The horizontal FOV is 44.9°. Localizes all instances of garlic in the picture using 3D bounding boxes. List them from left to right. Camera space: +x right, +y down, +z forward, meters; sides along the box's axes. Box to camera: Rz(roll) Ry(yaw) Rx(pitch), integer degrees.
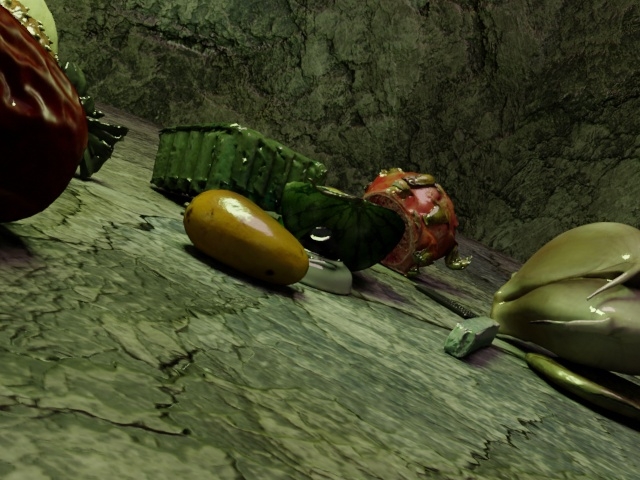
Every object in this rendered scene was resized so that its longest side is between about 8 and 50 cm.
[{"bbox_3d":[0.407,0.071,1.139,0.246,0.231,0.340,17,-5,4],"label":"garlic"}]

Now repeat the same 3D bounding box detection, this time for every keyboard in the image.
[{"bbox_3d":[0.230,0.112,1.390,0.053,0.010,0.155,19,7,-33],"label":"keyboard"}]

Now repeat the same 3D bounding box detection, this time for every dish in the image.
[{"bbox_3d":[-0.008,0.016,1.127,0.141,0.078,0.141,21,8,-3],"label":"dish"}]

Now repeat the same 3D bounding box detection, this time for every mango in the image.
[{"bbox_3d":[-0.099,-0.004,0.987,0.178,0.090,0.115,34,4,24],"label":"mango"}]

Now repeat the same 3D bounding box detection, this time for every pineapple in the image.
[{"bbox_3d":[-0.438,-0.231,1.184,0.310,0.141,0.170,47,42,-6],"label":"pineapple"}]

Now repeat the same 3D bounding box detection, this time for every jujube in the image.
[{"bbox_3d":[-0.355,-0.128,0.644,0.223,0.223,0.318,28,0,42],"label":"jujube"}]

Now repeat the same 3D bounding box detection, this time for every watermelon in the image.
[{"bbox_3d":[0.026,-0.016,1.242,0.204,0.127,0.232,23,-4,-15],"label":"watermelon"}]

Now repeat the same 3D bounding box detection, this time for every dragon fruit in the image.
[{"bbox_3d":[0.170,-0.035,1.565,0.147,0.211,0.282,-7,45,-49],"label":"dragon fruit"}]

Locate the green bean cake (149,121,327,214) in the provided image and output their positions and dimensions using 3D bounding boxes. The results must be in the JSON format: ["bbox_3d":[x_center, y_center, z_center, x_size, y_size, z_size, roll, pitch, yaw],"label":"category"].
[{"bbox_3d":[-0.142,-0.119,1.388,0.255,0.132,0.241,15,-6,-42],"label":"green bean cake"}]

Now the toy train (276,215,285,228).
[{"bbox_3d":[0.000,0.000,1.401,0.042,0.044,0.209,27,9,40],"label":"toy train"}]

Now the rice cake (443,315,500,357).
[{"bbox_3d":[0.216,0.131,1.075,0.034,0.043,0.211,32,10,20],"label":"rice cake"}]

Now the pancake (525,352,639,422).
[{"bbox_3d":[0.407,0.211,1.092,0.250,0.031,0.250,22,6,-3],"label":"pancake"}]

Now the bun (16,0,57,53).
[{"bbox_3d":[-0.645,-0.360,1.359,0.361,0.213,0.361,18,-34,12],"label":"bun"}]

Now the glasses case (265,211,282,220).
[{"bbox_3d":[-0.075,-0.073,1.627,0.047,0.070,0.205,20,6,-46],"label":"glasses case"}]
